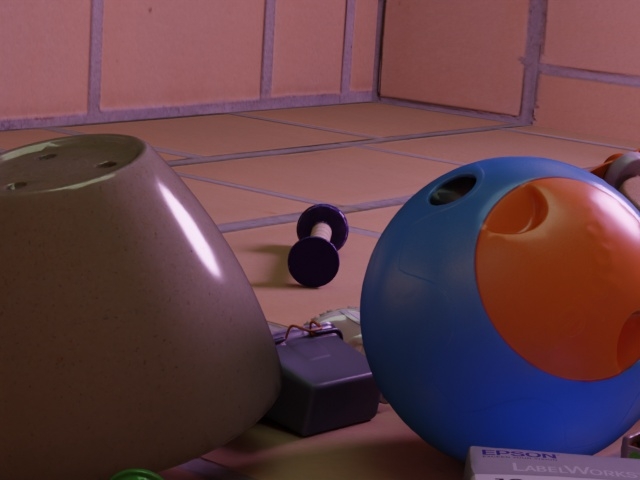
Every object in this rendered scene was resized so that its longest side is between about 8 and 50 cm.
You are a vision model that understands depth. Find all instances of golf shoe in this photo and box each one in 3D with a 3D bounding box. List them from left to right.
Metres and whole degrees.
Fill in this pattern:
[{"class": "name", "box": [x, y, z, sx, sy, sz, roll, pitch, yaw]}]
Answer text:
[{"class": "golf shoe", "box": [0.062, 0.116, 1.790, 0.176, 0.069, 0.086, 1, 18, -9]}]

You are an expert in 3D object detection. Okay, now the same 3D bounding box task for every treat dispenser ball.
[{"class": "treat dispenser ball", "box": [0.179, 0.067, 1.500, 0.288, 0.288, 0.288, 3, 11, -1]}]

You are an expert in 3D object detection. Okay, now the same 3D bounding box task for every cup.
[{"class": "cup", "box": [-0.215, 0.041, 1.462, 0.331, 0.237, 0.331, -8, 20, 3]}]

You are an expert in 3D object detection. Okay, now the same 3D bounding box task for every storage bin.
[{"class": "storage bin", "box": [-0.004, 0.136, 1.618, 0.091, 0.098, 0.135, 27, 24, 39]}]

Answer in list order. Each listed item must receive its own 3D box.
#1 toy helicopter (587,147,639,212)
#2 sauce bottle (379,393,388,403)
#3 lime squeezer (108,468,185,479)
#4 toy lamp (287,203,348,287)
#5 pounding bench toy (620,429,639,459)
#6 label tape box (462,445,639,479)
[{"class": "toy helicopter", "box": [0.425, -0.043, 1.886, 0.235, 0.140, 0.355, 27, 23, 20]}, {"class": "sauce bottle", "box": [0.030, 0.141, 1.709, 0.042, 0.042, 0.128, -4, 14, -34]}, {"class": "lime squeezer", "box": [-0.135, 0.224, 1.262, 0.310, 0.059, 0.110, 14, 45, 36]}, {"class": "toy lamp", "box": [0.000, 0.000, 2.312, 0.080, 0.080, 0.275, 4, 13, 1]}, {"class": "pounding bench toy", "box": [0.303, 0.186, 1.462, 0.065, 0.083, 0.052, 14, 16, 40]}, {"class": "label tape box", "box": [0.226, 0.223, 1.188, 0.249, 0.115, 0.348, 4, 13, 2]}]
